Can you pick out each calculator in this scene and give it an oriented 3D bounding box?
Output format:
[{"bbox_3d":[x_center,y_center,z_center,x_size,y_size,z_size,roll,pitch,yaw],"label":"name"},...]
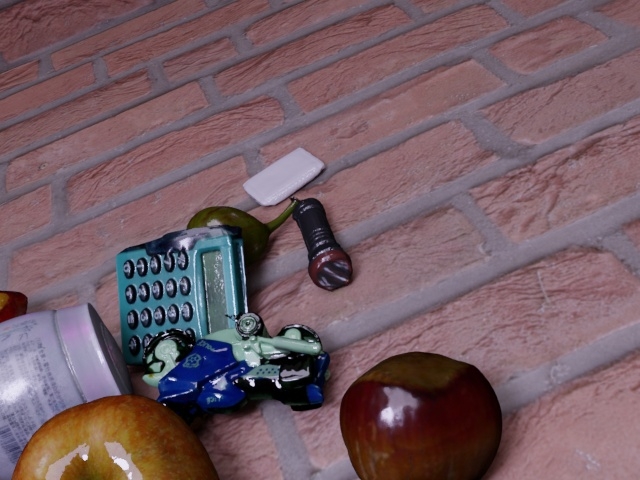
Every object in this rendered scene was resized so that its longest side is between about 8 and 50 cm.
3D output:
[{"bbox_3d":[-0.272,0.108,1.253,0.274,0.058,0.248,-9,79,12],"label":"calculator"}]

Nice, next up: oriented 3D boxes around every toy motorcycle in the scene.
[{"bbox_3d":[-0.149,0.229,1.099,0.332,0.125,0.196,-3,55,8],"label":"toy motorcycle"}]

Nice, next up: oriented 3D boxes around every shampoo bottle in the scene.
[{"bbox_3d":[-0.464,0.256,1.113,0.267,0.272,0.273,-22,42,-16],"label":"shampoo bottle"}]

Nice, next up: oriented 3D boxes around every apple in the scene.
[{"bbox_3d":[-0.279,0.364,0.906,0.309,0.250,0.277,31,78,-4],"label":"apple"}]

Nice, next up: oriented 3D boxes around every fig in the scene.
[{"bbox_3d":[-0.156,-0.015,1.392,0.259,0.151,0.151,-21,36,-38],"label":"fig"}]

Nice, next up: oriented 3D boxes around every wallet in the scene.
[{"bbox_3d":[-0.086,-0.149,1.549,0.183,0.031,0.124,-37,45,-14],"label":"wallet"}]

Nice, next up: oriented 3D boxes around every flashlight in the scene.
[{"bbox_3d":[0.000,0.000,1.334,0.093,0.093,0.232,-20,37,1],"label":"flashlight"}]

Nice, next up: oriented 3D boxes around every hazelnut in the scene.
[{"bbox_3d":[0.145,0.268,0.930,0.230,0.229,0.229,-11,44,11],"label":"hazelnut"}]

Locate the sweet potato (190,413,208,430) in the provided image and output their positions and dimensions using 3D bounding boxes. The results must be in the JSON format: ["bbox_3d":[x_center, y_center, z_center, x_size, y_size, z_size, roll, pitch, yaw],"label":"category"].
[{"bbox_3d":[-0.236,0.336,1.113,0.044,0.044,0.179,4,42,25],"label":"sweet potato"}]

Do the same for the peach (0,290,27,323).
[{"bbox_3d":[-0.710,0.216,1.333,0.268,0.153,0.159,-25,33,-18],"label":"peach"}]
